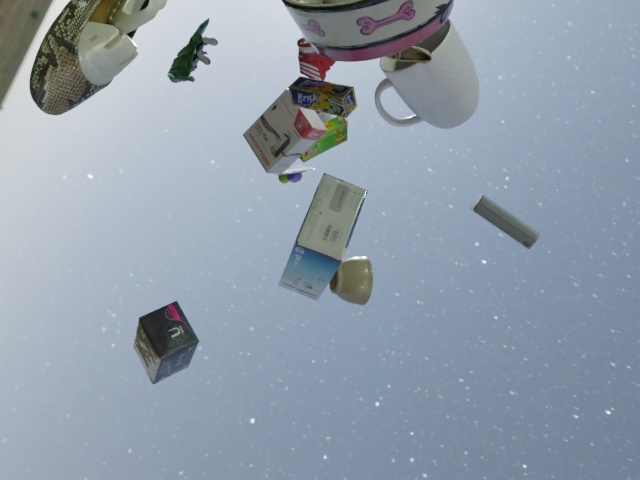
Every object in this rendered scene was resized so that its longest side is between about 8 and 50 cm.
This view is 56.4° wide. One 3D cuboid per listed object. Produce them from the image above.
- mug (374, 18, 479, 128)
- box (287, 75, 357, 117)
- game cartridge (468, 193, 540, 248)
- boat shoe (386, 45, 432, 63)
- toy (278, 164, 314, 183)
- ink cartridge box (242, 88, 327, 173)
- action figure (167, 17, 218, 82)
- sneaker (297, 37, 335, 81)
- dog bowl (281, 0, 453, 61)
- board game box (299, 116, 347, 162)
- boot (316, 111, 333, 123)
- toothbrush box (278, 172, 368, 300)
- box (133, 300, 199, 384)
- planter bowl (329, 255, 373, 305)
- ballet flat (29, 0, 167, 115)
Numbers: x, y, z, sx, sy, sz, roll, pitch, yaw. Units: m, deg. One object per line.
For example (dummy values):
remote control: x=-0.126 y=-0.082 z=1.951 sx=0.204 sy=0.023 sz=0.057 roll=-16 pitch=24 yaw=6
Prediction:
mug: x=0.368 y=-0.546 z=2.119 sx=0.374 sy=0.328 sz=0.276 roll=-27 pitch=-142 yaw=23
box: x=0.004 y=-0.355 z=1.470 sx=0.168 sy=0.059 sz=0.054 roll=20 pitch=-125 yaw=31
game cartridge: x=0.496 y=-0.050 z=1.614 sx=0.198 sy=0.297 sz=0.062 roll=42 pitch=-79 yaw=15
boat shoe: x=0.247 y=-0.545 z=1.734 sx=0.048 sy=0.153 sz=0.056 roll=-90 pitch=-165 yaw=-70
toy: x=-0.110 y=-0.239 z=2.176 sx=0.237 sy=0.136 sz=0.056 roll=-139 pitch=-140 yaw=-70
ink cartridge box: x=-0.112 y=-0.330 z=1.824 sx=0.218 sy=0.092 sz=0.159 roll=-41 pitch=-106 yaw=30
action figure: x=-0.307 y=-0.414 z=1.387 sx=0.232 sy=0.063 sz=0.137 roll=2 pitch=-111 yaw=59
sneaker: x=0.023 y=-0.526 z=1.709 sx=0.087 sy=0.221 sz=0.128 roll=47 pitch=-36 yaw=38
dog bowl: x=0.119 y=-0.558 z=1.351 sx=0.407 sy=0.150 sz=0.408 roll=-12 pitch=-138 yaw=11
board game box: x=0.006 y=-0.342 z=2.000 sx=0.181 sy=0.092 sz=0.043 roll=-29 pitch=-119 yaw=-16
boot: x=-0.048 y=-0.588 z=2.480 sx=0.095 sy=0.123 sz=0.258 roll=-43 pitch=-115 yaw=3
toothbrush box: x=0.000 y=0.000 z=1.549 sx=0.295 sy=0.126 sz=0.216 roll=118 pitch=-6 yaw=-62
box: x=-0.526 y=0.349 z=2.020 sx=0.165 sy=0.143 sz=0.270 roll=56 pitch=-33 yaw=16
planter bowl: x=0.092 y=0.128 z=1.955 sx=0.162 sy=0.109 sz=0.162 roll=-174 pitch=-90 yaw=-72
ballet flat: x=-0.440 y=-0.473 z=1.273 sx=0.182 sy=0.164 sz=0.483 roll=10 pitch=-114 yaw=20
